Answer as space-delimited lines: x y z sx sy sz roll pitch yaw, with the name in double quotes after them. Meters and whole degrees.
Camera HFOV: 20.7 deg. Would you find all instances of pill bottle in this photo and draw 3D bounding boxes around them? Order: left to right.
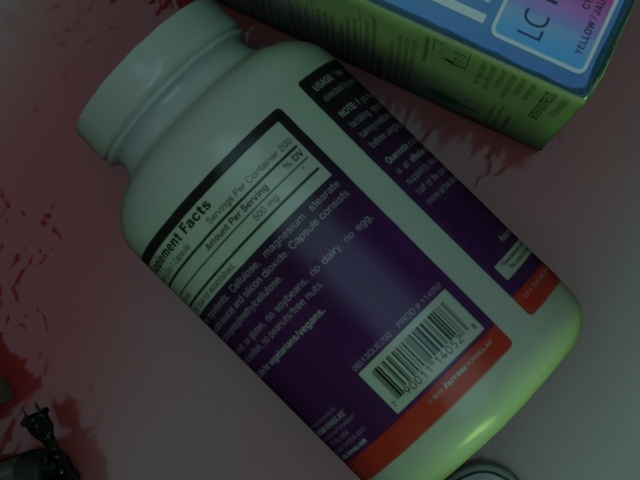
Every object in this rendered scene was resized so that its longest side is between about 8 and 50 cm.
0.000 0.000 1.126 0.181 0.181 0.323 -45 87 1 "pill bottle"

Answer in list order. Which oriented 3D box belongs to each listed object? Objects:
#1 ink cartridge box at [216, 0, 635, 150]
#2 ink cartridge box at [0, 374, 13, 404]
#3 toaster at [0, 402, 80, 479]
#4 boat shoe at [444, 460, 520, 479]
0.001 -0.212 1.087 0.396 0.270 0.151 23 88 2 "ink cartridge box"
-0.339 0.110 1.183 0.208 0.087 0.153 -37 87 1 "ink cartridge box"
-0.223 0.235 1.156 0.146 0.129 0.227 -16 89 4 "toaster"
0.069 0.270 1.163 0.095 0.084 0.258 24 90 3 "boat shoe"
